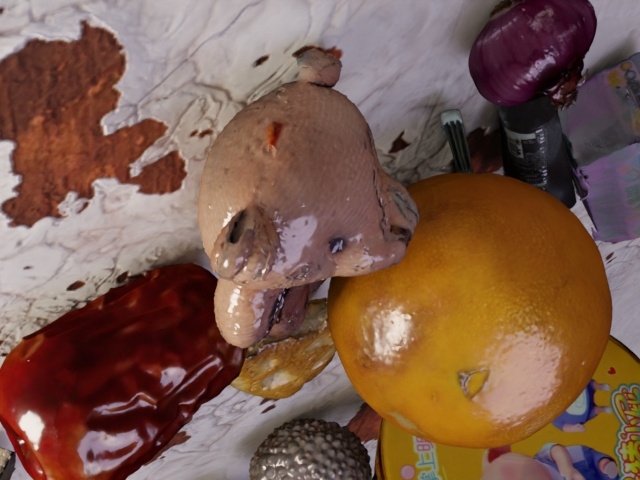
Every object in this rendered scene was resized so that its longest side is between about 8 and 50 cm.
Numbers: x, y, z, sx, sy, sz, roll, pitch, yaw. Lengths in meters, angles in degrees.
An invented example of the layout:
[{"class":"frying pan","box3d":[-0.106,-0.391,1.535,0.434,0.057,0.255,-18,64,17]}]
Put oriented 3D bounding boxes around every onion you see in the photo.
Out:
[{"class":"onion","box3d":[0.179,-0.154,0.946,0.115,0.104,0.115,-34,174,-4]}]

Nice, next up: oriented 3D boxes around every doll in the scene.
[{"class":"doll","box3d":[0.000,0.000,0.926,0.303,0.156,0.201,77,33,-65]}]

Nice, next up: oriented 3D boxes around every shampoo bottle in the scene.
[{"class":"shampoo bottle","box3d":[0.216,-0.060,1.154,0.063,0.057,0.208,-40,141,-15]}]

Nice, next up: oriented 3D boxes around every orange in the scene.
[{"class":"orange","box3d":[0.136,0.064,1.069,0.261,0.261,0.261,-26,156,-13]}]

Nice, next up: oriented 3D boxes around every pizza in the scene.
[{"class":"pizza","box3d":[-0.041,0.112,1.259,0.161,0.062,0.182,-32,152,17]}]

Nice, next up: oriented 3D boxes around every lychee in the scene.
[{"class":"lychee","box3d":[-0.006,0.327,1.578,0.165,0.165,0.197,-38,123,15]}]

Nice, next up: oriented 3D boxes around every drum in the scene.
[{"class":"drum","box3d":[0.280,0.316,1.600,0.431,0.431,0.214,-26,156,-12]}]

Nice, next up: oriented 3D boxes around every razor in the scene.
[{"class":"razor","box3d":[0.132,-0.087,1.096,0.068,0.037,0.191,-13,158,9]}]

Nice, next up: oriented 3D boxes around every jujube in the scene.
[{"class":"jujube","box3d":[-0.169,0.117,0.999,0.230,0.155,0.155,-33,157,-13]}]

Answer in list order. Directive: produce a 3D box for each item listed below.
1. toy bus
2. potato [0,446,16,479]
[{"class":"toy bus","box3d":[0.335,-0.091,1.261,0.138,0.112,0.317,-25,157,11]},{"class":"potato","box3d":[-0.374,0.266,1.150,0.172,0.089,0.100,-64,177,-3]}]
